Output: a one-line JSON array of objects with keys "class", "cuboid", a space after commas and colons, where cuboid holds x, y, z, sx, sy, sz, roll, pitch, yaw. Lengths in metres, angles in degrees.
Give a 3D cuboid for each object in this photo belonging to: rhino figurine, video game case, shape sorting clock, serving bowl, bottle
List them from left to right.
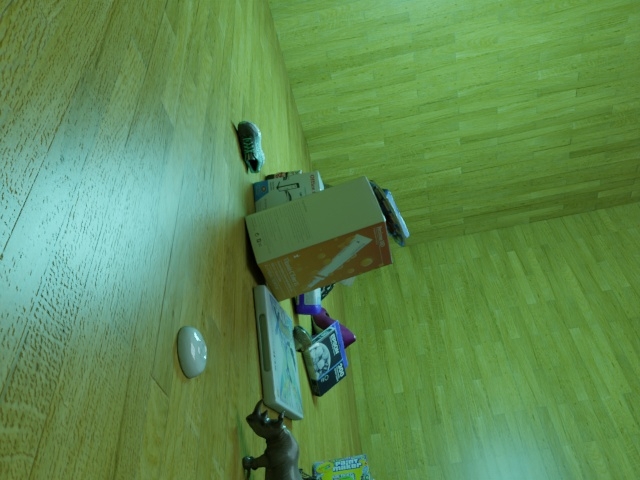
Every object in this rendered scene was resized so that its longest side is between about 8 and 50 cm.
[{"class": "serving bowl", "cuboid": [-0.201, 0.177, 0.942, 0.083, 0.027, 0.083, -11, 90, -85]}, {"class": "rhino figurine", "cuboid": [-0.091, 0.429, 1.146, 0.073, 0.106, 0.243, 25, 54, -84]}, {"class": "video game case", "cuboid": [-0.109, 0.311, 1.575, 0.329, 0.036, 0.300, 68, 13, -65]}, {"class": "bottle", "cuboid": [-0.044, 0.124, 2.105, 0.118, 0.092, 0.283, 85, 5, -83]}, {"class": "shape sorting clock", "cuboid": [0.181, -0.074, 1.627, 0.206, 0.040, 0.206, 60, -8, 14]}]

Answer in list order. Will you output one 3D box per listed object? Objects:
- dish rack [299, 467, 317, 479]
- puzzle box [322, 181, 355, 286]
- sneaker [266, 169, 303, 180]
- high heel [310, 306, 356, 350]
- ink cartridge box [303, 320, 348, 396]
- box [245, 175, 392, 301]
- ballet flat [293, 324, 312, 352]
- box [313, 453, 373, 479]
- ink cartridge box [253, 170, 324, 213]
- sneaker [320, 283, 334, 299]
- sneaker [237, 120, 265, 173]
[{"class": "dish rack", "cuboid": [-0.047, 0.647, 1.380, 0.271, 0.074, 0.208, 66, 12, -59]}, {"class": "puzzle box", "cuboid": [0.028, -0.039, 1.916, 0.409, 0.052, 0.272, 27, -84, 57]}, {"class": "sneaker", "cuboid": [-0.097, -0.115, 1.976, 0.090, 0.145, 0.270, 66, 14, -66]}, {"class": "high heel", "cuboid": [0.057, 0.360, 2.414, 0.377, 0.181, 0.127, -84, 163, -71]}, {"class": "ink cartridge box", "cuboid": [0.033, 0.429, 2.142, 0.208, 0.045, 0.206, -32, 117, -42]}, {"class": "box", "cuboid": [0.000, 0.000, 1.598, 0.215, 0.345, 0.168, 71, 0, -54]}, {"class": "ballet flat", "cuboid": [-0.064, 0.317, 1.829, 0.073, 0.067, 0.206, 41, -12, 18]}, {"class": "box", "cuboid": [0.092, 0.869, 1.794, 0.279, 0.177, 0.290, -95, 172, -55]}, {"class": "ink cartridge box", "cuboid": [-0.089, -0.113, 1.757, 0.086, 0.203, 0.148, 69, 11, -61]}, {"class": "sneaker", "cuboid": [-0.032, 0.062, 2.286, 0.158, 0.182, 0.410, -14, 120, -44]}, {"class": "sneaker", "cuboid": [-0.199, -0.265, 1.695, 0.076, 0.065, 0.166, -89, 166, -48]}]
